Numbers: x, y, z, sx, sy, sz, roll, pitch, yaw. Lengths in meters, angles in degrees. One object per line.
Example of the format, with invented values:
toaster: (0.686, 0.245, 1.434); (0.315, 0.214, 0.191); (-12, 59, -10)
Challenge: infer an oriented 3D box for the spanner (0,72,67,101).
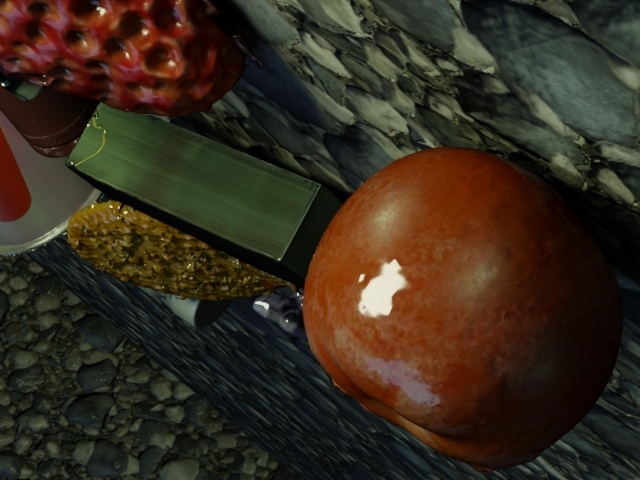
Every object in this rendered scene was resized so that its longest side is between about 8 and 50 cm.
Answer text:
spanner: (-0.259, -0.157, 1.368); (0.095, 0.040, 0.325); (35, -166, 10)

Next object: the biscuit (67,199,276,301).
biscuit: (-0.153, 0.017, 1.740); (0.254, 0.035, 0.254); (8, 160, 3)

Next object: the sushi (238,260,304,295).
sushi: (-0.042, 0.021, 1.490); (0.099, 0.050, 0.047); (36, 165, 52)

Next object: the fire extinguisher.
fire extinguisher: (-0.305, -0.184, 1.537); (0.104, 0.105, 0.269); (30, 164, 32)

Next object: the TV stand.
TV stand: (-0.102, -0.044, 1.449); (0.269, 0.083, 0.088); (24, 172, 34)

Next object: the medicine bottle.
medicine bottle: (-0.184, 0.021, 1.932); (0.168, 0.105, 0.105); (34, 167, 19)

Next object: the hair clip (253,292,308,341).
hair clip: (0.024, 0.106, 1.695); (0.137, 0.090, 0.278); (37, 171, 48)

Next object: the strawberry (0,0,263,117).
strawberry: (-0.215, -0.186, 1.189); (0.280, 0.150, 0.253); (47, 165, -30)

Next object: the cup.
cup: (-0.376, -0.146, 1.732); (0.203, 0.203, 0.288); (25, 156, 45)

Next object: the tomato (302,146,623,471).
tomato: (0.097, 0.039, 1.029); (0.208, 0.184, 0.208); (30, 169, 6)
